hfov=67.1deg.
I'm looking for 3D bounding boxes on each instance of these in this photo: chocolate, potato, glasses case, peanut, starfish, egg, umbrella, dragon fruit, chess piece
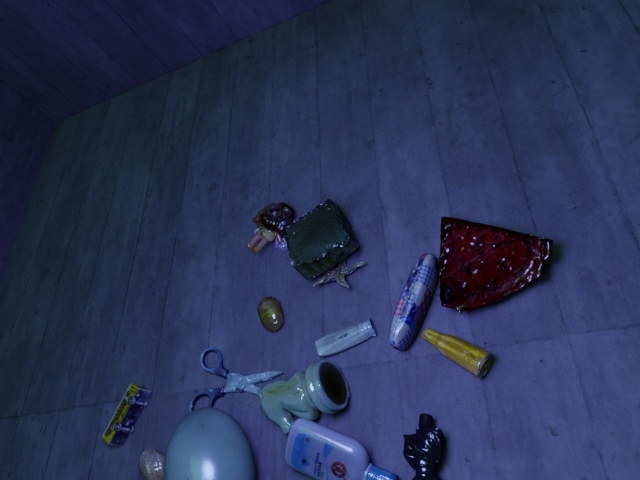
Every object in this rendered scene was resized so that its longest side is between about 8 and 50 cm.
[{"bbox_3d":[0.401,0.324,1.447,0.219,0.085,0.086,26,77,41],"label":"chocolate"},{"bbox_3d":[-0.186,0.271,1.797,0.091,0.070,0.138,-30,53,11],"label":"potato"},{"bbox_3d":[0.301,0.194,1.545,0.076,0.125,0.327,14,70,34],"label":"glasses case"},{"bbox_3d":[-0.562,0.817,1.675,0.098,0.090,0.214,-24,49,-23],"label":"peanut"},{"bbox_3d":[0.069,0.121,1.750,0.208,0.053,0.176,-33,34,9],"label":"starfish"},{"bbox_3d":[-0.341,0.711,1.496,0.276,0.276,0.389,-30,55,10],"label":"egg"},{"bbox_3d":[0.287,0.618,1.326,0.110,0.122,0.272,14,57,-14],"label":"umbrella"},{"bbox_3d":[0.531,0.071,1.522,0.329,0.228,0.286,1,95,7],"label":"dragon fruit"},{"bbox_3d":[-0.071,0.513,1.561,0.298,0.176,0.176,-31,52,24],"label":"chess piece"}]

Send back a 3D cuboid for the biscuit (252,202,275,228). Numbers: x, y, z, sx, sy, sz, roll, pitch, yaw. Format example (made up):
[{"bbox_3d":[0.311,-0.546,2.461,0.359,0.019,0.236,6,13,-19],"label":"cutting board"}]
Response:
[{"bbox_3d":[-0.228,-0.104,2.067,0.119,0.019,0.130,23,77,33],"label":"biscuit"}]

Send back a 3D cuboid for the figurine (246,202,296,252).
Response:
[{"bbox_3d":[-0.197,-0.046,1.947,0.174,0.116,0.240,29,75,26],"label":"figurine"}]

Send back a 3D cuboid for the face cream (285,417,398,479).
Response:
[{"bbox_3d":[0.059,0.651,1.416,0.336,0.080,0.163,15,99,23],"label":"face cream"}]

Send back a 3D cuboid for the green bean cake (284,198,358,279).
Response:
[{"bbox_3d":[0.000,0.000,1.790,0.241,0.132,0.255,-31,40,10],"label":"green bean cake"}]

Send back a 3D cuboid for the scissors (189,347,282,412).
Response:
[{"bbox_3d":[-0.302,0.520,1.743,0.383,0.029,0.256,-3,62,26],"label":"scissors"}]

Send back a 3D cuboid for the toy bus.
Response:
[{"bbox_3d":[-0.743,0.673,1.864,0.074,0.081,0.226,13,73,38],"label":"toy bus"}]

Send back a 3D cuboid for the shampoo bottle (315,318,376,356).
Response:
[{"bbox_3d":[0.085,0.329,1.632,0.212,0.049,0.072,-28,49,11],"label":"shampoo bottle"}]
